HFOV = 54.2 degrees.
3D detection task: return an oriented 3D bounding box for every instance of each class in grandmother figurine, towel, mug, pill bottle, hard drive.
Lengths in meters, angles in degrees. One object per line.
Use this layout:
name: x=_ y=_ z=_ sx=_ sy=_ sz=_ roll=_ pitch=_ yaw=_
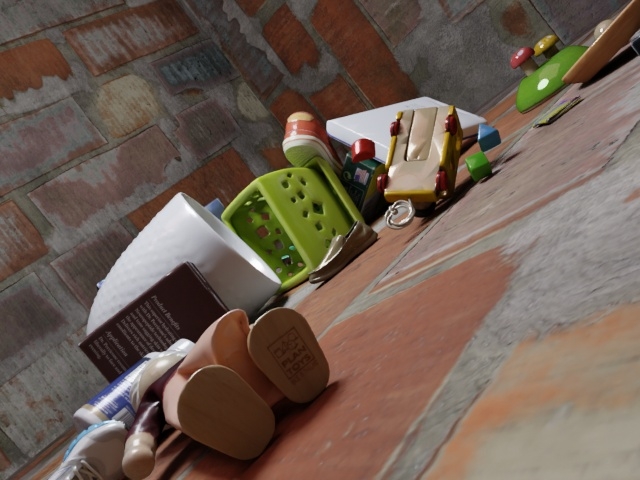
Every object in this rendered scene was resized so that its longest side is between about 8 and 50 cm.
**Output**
grandmother figurine: x=-0.113 y=0.136 z=0.605 sx=0.208 sy=0.104 sz=0.342 roll=-29 pitch=1 yaw=-32
towel: x=0.348 y=-0.189 z=0.925 sx=0.060 sy=0.009 sz=0.083 roll=-38 pitch=2 yaw=4
mug: x=-0.278 y=0.123 z=1.285 sx=0.328 sy=0.276 sz=0.374 roll=-47 pitch=-13 yaw=0
pill bottle: x=-0.223 y=0.206 z=0.813 sx=0.169 sy=0.094 sz=0.094 roll=-40 pitch=4 yaw=-39
hard drive: x=0.203 y=-0.262 z=1.450 sx=0.318 sy=0.210 sz=0.040 roll=-21 pitch=-51 yaw=-34

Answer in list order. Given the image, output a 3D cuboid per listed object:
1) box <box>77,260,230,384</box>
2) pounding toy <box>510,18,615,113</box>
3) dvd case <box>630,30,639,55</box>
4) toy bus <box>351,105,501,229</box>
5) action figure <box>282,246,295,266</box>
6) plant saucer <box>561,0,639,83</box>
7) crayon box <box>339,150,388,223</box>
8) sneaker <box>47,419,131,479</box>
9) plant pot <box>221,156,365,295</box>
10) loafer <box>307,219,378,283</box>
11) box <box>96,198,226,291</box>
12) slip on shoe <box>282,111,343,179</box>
box: x=-0.239 y=0.159 z=1.002 sx=0.203 sy=0.168 sz=0.167 roll=-38 pitch=2 yaw=-9
pounding toy: x=0.466 y=-0.365 z=1.235 sx=0.237 sy=0.110 sz=0.183 roll=-36 pitch=4 yaw=32
dvd case: x=0.545 y=-0.351 z=0.876 sx=0.179 sy=0.029 sz=0.238 roll=-35 pitch=4 yaw=46
toy bus: x=0.155 y=-0.102 z=0.931 sx=0.202 sy=0.191 sz=0.104 roll=-37 pitch=-40 yaw=0
action figure: x=0.000 y=0.000 z=1.614 sx=0.232 sy=0.063 sz=0.137 roll=-30 pitch=4 yaw=15
plant saucer: x=0.463 y=-0.321 z=0.979 sx=0.200 sy=0.037 sz=0.200 roll=-47 pitch=-7 yaw=-8
crayon box: x=0.144 y=-0.167 z=1.534 sx=0.318 sy=0.081 sz=0.202 roll=-40 pitch=-26 yaw=-47
sneaker: x=-0.275 y=0.280 z=0.677 sx=0.191 sy=0.071 sz=0.083 roll=-47 pitch=11 yaw=-12
plant pot: x=-0.051 y=-0.041 z=1.382 sx=0.207 sy=0.228 sz=0.227 roll=-33 pitch=0 yaw=-34
loafer: x=0.031 y=0.019 z=1.074 sx=0.148 sy=0.050 sz=0.056 roll=-39 pitch=3 yaw=-18
box: x=-0.363 y=0.127 z=1.725 sx=0.395 sy=0.293 sz=0.212 roll=-39 pitch=3 yaw=-20
slip on shoe: x=-0.008 y=-0.198 z=1.474 sx=0.123 sy=0.101 sz=0.331 roll=-5 pitch=-17 yaw=14
